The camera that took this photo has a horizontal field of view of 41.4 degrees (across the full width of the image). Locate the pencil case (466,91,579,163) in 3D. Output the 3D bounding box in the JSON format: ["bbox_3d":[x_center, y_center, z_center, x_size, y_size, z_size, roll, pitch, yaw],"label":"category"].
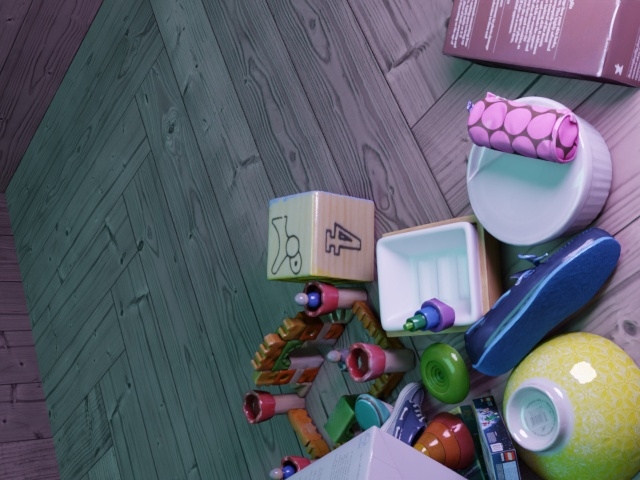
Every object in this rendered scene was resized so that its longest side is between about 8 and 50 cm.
[{"bbox_3d":[0.355,-0.198,1.483,0.209,0.095,0.098,24,89,47],"label":"pencil case"}]

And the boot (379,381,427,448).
[{"bbox_3d":[0.197,0.379,1.794,0.086,0.190,0.069,0,128,38],"label":"boot"}]

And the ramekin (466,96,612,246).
[{"bbox_3d":[0.412,-0.123,1.575,0.273,0.127,0.273,-4,85,51],"label":"ramekin"}]

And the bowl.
[{"bbox_3d":[0.423,0.309,1.510,0.289,0.156,0.289,-5,84,51],"label":"bowl"}]

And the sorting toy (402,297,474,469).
[{"bbox_3d":[0.208,0.300,1.663,0.127,0.126,0.366,13,113,53],"label":"sorting toy"}]

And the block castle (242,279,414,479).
[{"bbox_3d":[-0.012,0.338,1.996,0.303,0.212,0.453,54,127,38],"label":"block castle"}]

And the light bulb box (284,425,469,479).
[{"bbox_3d":[0.121,0.594,1.665,0.361,0.358,0.225,-42,22,41],"label":"light bulb box"}]

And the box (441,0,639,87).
[{"bbox_3d":[0.421,-0.409,1.578,0.381,0.143,0.191,25,107,51],"label":"box"}]

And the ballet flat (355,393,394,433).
[{"bbox_3d":[0.129,0.407,1.865,0.083,0.087,0.247,27,139,36],"label":"ballet flat"}]

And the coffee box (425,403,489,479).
[{"bbox_3d":[0.291,0.444,1.752,0.113,0.040,0.184,-39,59,43],"label":"coffee box"}]

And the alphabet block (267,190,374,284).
[{"bbox_3d":[0.000,0.000,2.013,0.192,0.193,0.197,-7,79,52],"label":"alphabet block"}]

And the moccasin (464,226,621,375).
[{"bbox_3d":[0.382,0.093,1.540,0.342,0.137,0.117,-43,35,11],"label":"moccasin"}]

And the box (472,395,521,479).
[{"bbox_3d":[0.329,0.406,1.560,0.233,0.044,0.159,-81,-22,-77],"label":"box"}]

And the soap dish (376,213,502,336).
[{"bbox_3d":[0.250,0.079,1.767,0.291,0.118,0.229,-12,78,50],"label":"soap dish"}]
